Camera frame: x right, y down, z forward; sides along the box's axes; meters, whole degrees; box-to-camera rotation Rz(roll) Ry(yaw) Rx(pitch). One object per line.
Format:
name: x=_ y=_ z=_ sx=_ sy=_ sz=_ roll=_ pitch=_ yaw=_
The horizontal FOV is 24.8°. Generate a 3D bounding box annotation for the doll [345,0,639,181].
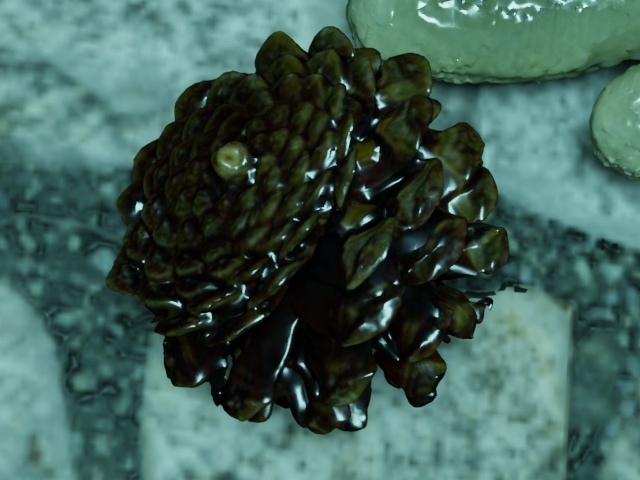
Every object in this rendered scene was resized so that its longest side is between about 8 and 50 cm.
doll: x=0.148 y=-0.111 z=0.531 sx=0.278 sy=0.149 sz=0.175 roll=1 pitch=115 yaw=5

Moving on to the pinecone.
pinecone: x=0.000 y=0.001 z=0.496 sx=0.121 sy=0.140 sz=0.140 roll=42 pitch=76 yaw=-34
